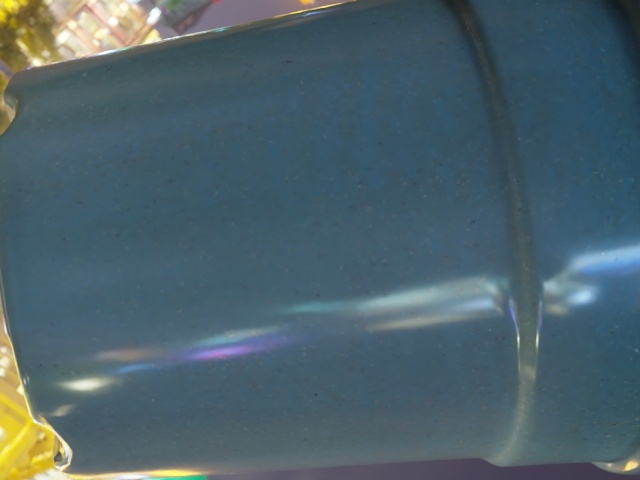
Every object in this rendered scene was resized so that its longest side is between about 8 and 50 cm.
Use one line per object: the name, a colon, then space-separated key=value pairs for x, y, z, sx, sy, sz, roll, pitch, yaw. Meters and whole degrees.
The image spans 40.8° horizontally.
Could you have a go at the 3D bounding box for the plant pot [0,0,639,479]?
plant pot: x=0.000 y=0.000 z=0.541 sx=0.334 sy=0.341 sz=0.341 roll=-8 pitch=-150 yaw=-4
